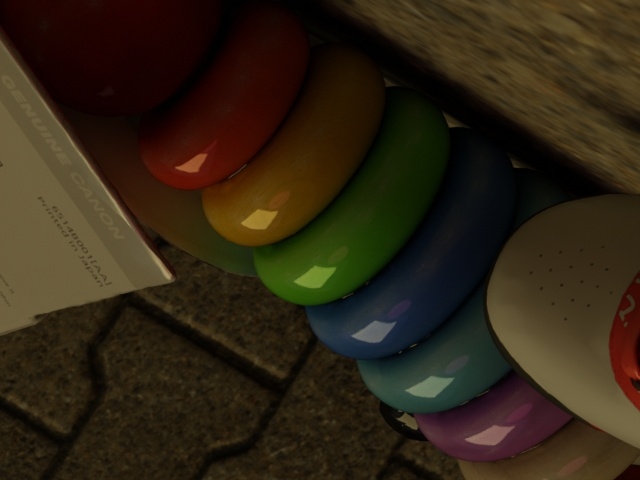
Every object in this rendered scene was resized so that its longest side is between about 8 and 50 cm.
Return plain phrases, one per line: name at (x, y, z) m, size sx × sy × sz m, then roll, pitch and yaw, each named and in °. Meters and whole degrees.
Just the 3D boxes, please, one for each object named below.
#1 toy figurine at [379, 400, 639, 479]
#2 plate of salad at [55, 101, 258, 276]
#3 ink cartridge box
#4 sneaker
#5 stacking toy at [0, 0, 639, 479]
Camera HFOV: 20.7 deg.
toy figurine at (0.152, 0.132, 0.998) m, size 0.209 × 0.148 × 0.213 m, roll 28°, pitch 146°, yaw 57°
plate of salad at (-0.079, -0.062, 0.826) m, size 0.200 × 0.048 × 0.200 m, roll 40°, pitch -152°, yaw -26°
ink cartridge box at (-0.186, -0.096, 0.720) m, size 0.261 × 0.066 × 0.296 m, roll -16°, pitch 112°, yaw 53°
sneaker at (0.145, 0.032, 0.480) m, size 0.270 × 0.090 × 0.145 m, roll 26°, pitch 175°, yaw 31°
stacking toy at (0.007, -0.027, 0.745) m, size 0.330 × 0.141 × 0.141 m, roll 39°, pitch 176°, yaw -19°
